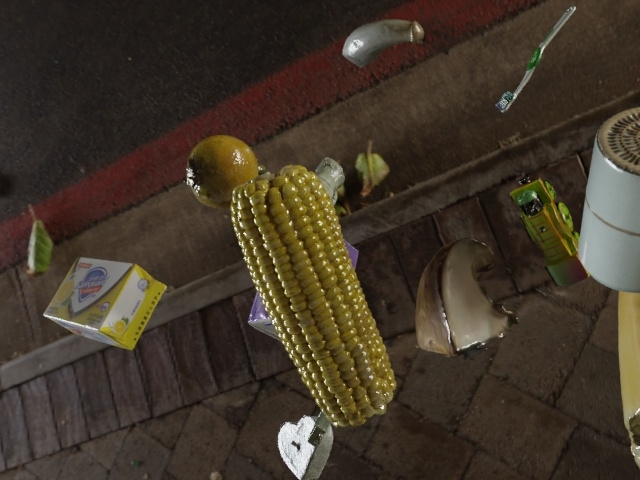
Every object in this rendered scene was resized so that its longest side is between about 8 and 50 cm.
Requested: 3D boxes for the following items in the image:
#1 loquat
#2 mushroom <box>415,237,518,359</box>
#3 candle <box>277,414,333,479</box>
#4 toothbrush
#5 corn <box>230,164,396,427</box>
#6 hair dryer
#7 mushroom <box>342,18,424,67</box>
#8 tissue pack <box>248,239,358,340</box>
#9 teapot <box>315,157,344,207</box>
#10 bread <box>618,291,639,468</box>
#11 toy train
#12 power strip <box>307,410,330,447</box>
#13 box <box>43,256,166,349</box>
[{"bbox_3d":[-0.219,-0.159,1.436,0.149,0.204,0.172,21,111,56],"label":"loquat"},{"bbox_3d":[0.369,0.172,1.842,0.224,0.397,0.314,-18,88,-15],"label":"mushroom"},{"bbox_3d":[-0.042,0.579,1.713,0.192,0.068,0.169,-30,58,44],"label":"candle"},{"bbox_3d":[0.495,-0.415,1.402,0.030,0.030,0.304,34,83,24],"label":"toothbrush"},{"bbox_3d":[-0.007,0.051,0.569,0.093,0.093,0.244,-16,102,21],"label":"corn"},{"bbox_3d":[0.391,-0.119,0.672,0.107,0.173,0.357,22,57,30],"label":"hair dryer"},{"bbox_3d":[0.162,-0.551,1.696,0.270,0.118,0.103,3,81,56],"label":"mushroom"},{"bbox_3d":[-0.037,0.126,1.775,0.160,0.242,0.338,-17,50,46],"label":"tissue pack"},{"bbox_3d":[0.002,-0.070,0.848,0.057,0.067,0.083,1,41,36],"label":"teapot"},{"bbox_3d":[0.635,0.185,0.972,0.250,0.361,0.394,-9,52,37],"label":"bread"},{"bbox_3d":[0.599,-0.028,1.598,0.100,0.160,0.296,-28,102,34],"label":"toy train"},{"bbox_3d":[0.002,0.228,0.767,0.017,0.083,0.027,31,102,5],"label":"power strip"},{"bbox_3d":[-0.492,0.136,1.393,0.265,0.097,0.168,5,62,42],"label":"box"}]
